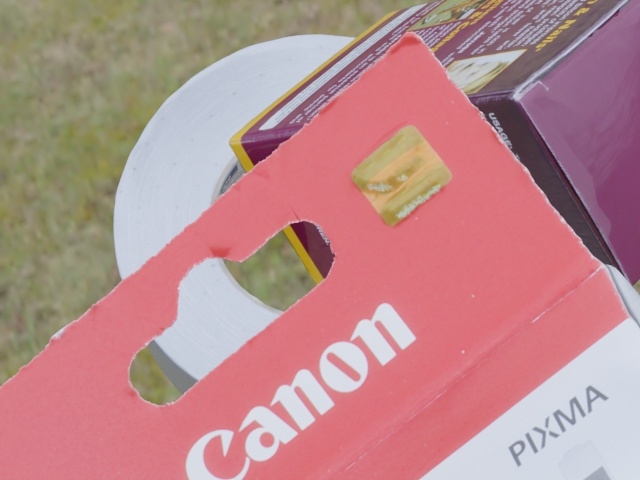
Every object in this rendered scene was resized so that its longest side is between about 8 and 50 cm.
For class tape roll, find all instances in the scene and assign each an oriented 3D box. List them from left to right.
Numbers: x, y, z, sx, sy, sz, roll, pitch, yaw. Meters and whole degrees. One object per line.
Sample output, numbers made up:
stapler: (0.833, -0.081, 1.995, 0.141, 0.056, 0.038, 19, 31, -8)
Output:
tape roll: (0.000, 0.000, 1.059, 0.219, 0.072, 0.219, -1, 70, 3)

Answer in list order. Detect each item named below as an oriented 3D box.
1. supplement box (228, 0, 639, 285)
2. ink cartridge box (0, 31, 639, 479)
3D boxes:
supplement box: (0.066, -0.041, 0.726, 0.104, 0.080, 0.188, -41, 19, -27)
ink cartridge box: (0.022, 0.089, 0.484, 0.181, 0.056, 0.224, -40, 85, 16)
